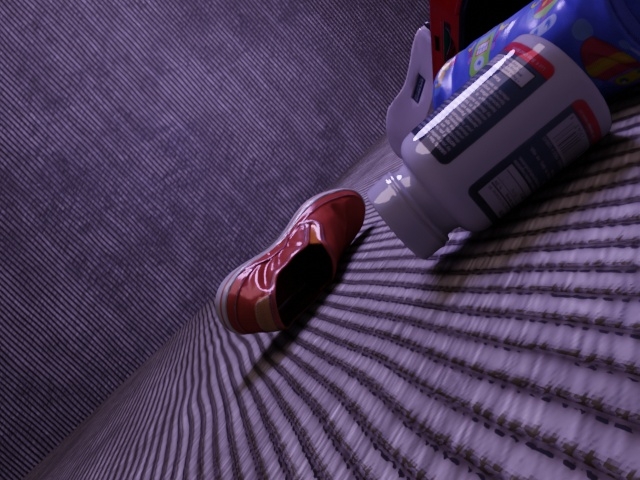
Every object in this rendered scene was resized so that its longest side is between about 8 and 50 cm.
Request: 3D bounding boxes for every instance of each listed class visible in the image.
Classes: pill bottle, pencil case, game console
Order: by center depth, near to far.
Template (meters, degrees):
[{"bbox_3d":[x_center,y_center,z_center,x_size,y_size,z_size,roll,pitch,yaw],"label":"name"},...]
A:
[{"bbox_3d":[0.132,-0.071,0.422,0.180,0.108,0.108,-41,7,15],"label":"pill bottle"},{"bbox_3d":[0.230,-0.190,0.503,0.306,0.120,0.133,167,113,-76],"label":"pencil case"},{"bbox_3d":[0.310,-0.377,0.773,0.342,0.060,0.386,-44,-22,-2],"label":"game console"}]

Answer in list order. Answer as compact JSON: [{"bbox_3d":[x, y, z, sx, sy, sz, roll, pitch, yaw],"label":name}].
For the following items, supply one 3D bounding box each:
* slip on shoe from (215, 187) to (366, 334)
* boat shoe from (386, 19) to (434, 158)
[{"bbox_3d":[-0.011,0.024,0.732,0.101,0.123,0.331,4,32,35],"label":"slip on shoe"},{"bbox_3d":[0.246,-0.299,0.996,0.158,0.127,0.340,-27,-19,-18],"label":"boat shoe"}]
